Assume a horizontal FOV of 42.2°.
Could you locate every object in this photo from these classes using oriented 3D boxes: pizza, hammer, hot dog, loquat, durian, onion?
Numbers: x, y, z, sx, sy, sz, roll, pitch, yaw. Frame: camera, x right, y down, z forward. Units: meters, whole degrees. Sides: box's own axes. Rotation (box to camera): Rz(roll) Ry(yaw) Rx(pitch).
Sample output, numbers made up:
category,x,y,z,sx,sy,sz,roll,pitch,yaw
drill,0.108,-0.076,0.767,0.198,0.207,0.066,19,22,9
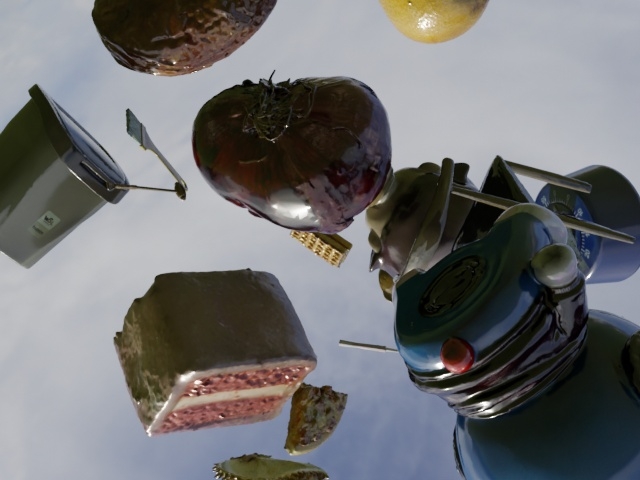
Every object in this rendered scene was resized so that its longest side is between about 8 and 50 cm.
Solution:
category,x,y,z,sx,sy,sz,roll,pitch,yaw
pizza,-0.012,0.332,1.586,0.046,0.134,0.175,-2,-143,43
hammer,-0.221,-0.067,1.062,0.014,0.123,0.029,-40,-116,32
hot dog,-0.233,-0.465,1.537,0.387,0.174,0.267,-34,-118,8
loquat,0.244,-0.563,1.770,0.275,0.275,0.275,-28,-145,21
durian,-0.111,0.508,1.717,0.252,0.144,0.139,-5,-156,36
onion,-0.041,-0.120,1.130,0.281,0.281,0.221,-13,-118,38

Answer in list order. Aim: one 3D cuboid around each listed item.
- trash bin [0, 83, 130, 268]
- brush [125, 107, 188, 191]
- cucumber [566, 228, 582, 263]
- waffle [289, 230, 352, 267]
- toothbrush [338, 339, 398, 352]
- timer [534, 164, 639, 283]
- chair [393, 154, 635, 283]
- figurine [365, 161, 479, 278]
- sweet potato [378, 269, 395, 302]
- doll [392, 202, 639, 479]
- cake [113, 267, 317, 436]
category,x,y,z,sx,sy,sz,roll,pitch,yaw
trash bin,-0.509,-0.105,1.492,0.250,0.220,0.219,-45,-131,-4
brush,-0.320,-0.168,1.645,0.011,0.205,0.083,-29,-140,10
cucumber,0.352,0.063,1.548,0.300,0.072,0.072,-32,-149,41
waffle,0.000,0.000,1.972,0.042,0.148,0.102,-54,175,-22
toothbrush,0.141,0.268,2.055,0.194,0.017,0.014,9,-139,9
timer,0.482,-0.007,1.815,0.383,0.270,0.270,-11,-154,-20
chair,0.234,-0.006,1.102,0.166,0.272,0.188,-102,-152,-59
figurine,0.112,-0.066,1.412,0.218,0.365,0.206,-61,-174,-21
sweet potato,0.252,-0.015,2.232,0.158,0.158,0.369,39,-61,58
doll,0.221,0.150,0.802,0.284,0.310,0.240,-30,-160,39
cake,-0.194,0.204,1.519,0.230,0.309,0.237,58,-48,32
